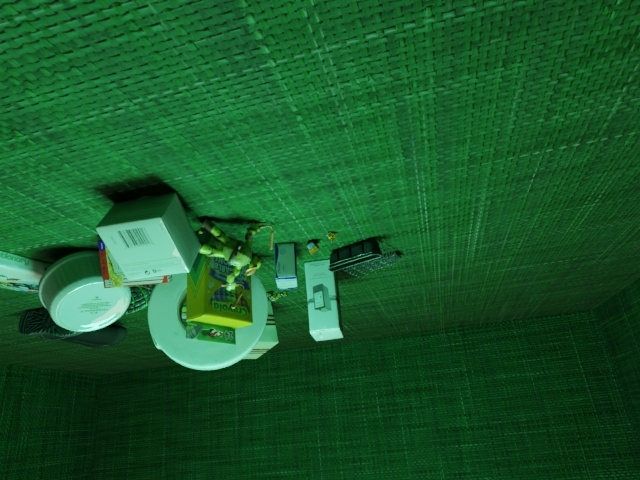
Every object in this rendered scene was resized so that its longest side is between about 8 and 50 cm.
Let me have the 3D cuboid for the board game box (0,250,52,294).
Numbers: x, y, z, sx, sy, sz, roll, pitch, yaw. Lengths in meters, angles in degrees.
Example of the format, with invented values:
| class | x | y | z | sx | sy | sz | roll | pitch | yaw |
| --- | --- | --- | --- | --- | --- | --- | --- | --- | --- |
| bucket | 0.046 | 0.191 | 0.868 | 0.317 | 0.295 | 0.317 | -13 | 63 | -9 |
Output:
| class | x | y | z | sx | sy | sz | roll | pitch | yaw |
| --- | --- | --- | --- | --- | --- | --- | --- | --- | --- |
| board game box | -1.015 | 0.106 | 1.453 | 0.193 | 0.053 | 0.305 | -17 | 155 | 23 |

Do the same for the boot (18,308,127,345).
| class | x | y | z | sx | sy | sz | roll | pitch | yaw |
| --- | --- | --- | --- | --- | --- | --- | --- | --- | --- |
| boot | -1.073 | 0.419 | 2.058 | 0.367 | 0.146 | 0.445 | -3 | 156 | 18 |

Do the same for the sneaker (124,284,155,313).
| class | x | y | z | sx | sy | sz | roll | pitch | yaw |
| --- | --- | --- | --- | --- | --- | --- | --- | --- | --- |
| sneaker | -0.797 | 0.222 | 1.730 | 0.343 | 0.134 | 0.146 | -13 | -178 | 7 |

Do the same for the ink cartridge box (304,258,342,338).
| class | x | y | z | sx | sy | sz | roll | pitch | yaw |
| --- | --- | --- | --- | --- | --- | --- | --- | --- | --- |
| ink cartridge box | 0.015 | 0.236 | 1.715 | 0.114 | 0.273 | 0.198 | -8 | 158 | 5 |

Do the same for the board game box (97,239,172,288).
| class | x | y | z | sx | sy | sz | roll | pitch | yaw |
| --- | --- | --- | --- | --- | --- | --- | --- | --- | --- |
| board game box | -0.558 | 0.062 | 1.333 | 0.193 | 0.147 | 0.045 | -5 | -173 | -3 |

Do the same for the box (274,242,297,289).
| class | x | y | z | sx | sy | sz | roll | pitch | yaw |
| --- | --- | --- | --- | --- | --- | --- | --- | --- | --- |
| box | -0.118 | 0.091 | 1.529 | 0.072 | 0.126 | 0.137 | -3 | 158 | -2 |

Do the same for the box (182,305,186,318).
| class | x | y | z | sx | sy | sz | roll | pitch | yaw |
| --- | --- | --- | --- | --- | --- | --- | --- | --- | --- |
| box | -0.617 | 0.353 | 2.156 | 0.207 | 0.036 | 0.114 | 7 | 154 | -27 |

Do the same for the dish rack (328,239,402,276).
| class | x | y | z | sx | sy | sz | roll | pitch | yaw |
| --- | --- | --- | --- | --- | --- | --- | --- | --- | --- |
| dish rack | 0.176 | 0.078 | 1.636 | 0.208 | 0.074 | 0.271 | -18 | 154 | 29 |

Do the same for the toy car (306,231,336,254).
| class | x | y | z | sx | sy | sz | roll | pitch | yaw |
| --- | --- | --- | --- | --- | --- | --- | --- | --- | --- |
| toy car | 0.000 | 0.000 | 1.482 | 0.122 | 0.060 | 0.040 | -35 | 102 | 22 |

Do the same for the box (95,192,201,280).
| class | x | y | z | sx | sy | sz | roll | pitch | yaw |
| --- | --- | --- | --- | --- | --- | --- | --- | --- | --- |
| box | -0.435 | -0.008 | 1.136 | 0.181 | 0.119 | 0.182 | -8 | 126 | 11 |

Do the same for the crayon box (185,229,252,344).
| class | x | y | z | sx | sy | sz | roll | pitch | yaw |
| --- | --- | --- | --- | --- | --- | --- | --- | --- | --- |
| crayon box | -0.308 | 0.147 | 1.363 | 0.083 | 0.323 | 0.203 | -19 | 154 | 30 |

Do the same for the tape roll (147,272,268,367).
| class | x | y | z | sx | sy | sz | roll | pitch | yaw |
| --- | --- | --- | --- | --- | --- | --- | --- | --- | --- |
| tape roll | -0.370 | 0.234 | 1.475 | 0.392 | 0.392 | 0.072 | -1 | 157 | -10 |

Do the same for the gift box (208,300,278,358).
| class | x | y | z | sx | sy | sz | roll | pitch | yaw |
| --- | --- | --- | --- | --- | --- | --- | --- | --- | --- |
| gift box | -0.366 | 0.431 | 2.070 | 0.258 | 0.276 | 0.255 | 12 | 135 | -36 |

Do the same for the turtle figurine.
| class | x | y | z | sx | sy | sz | roll | pitch | yaw |
| --- | --- | --- | --- | --- | --- | --- | --- | --- | --- |
| turtle figurine | -0.262 | 0.044 | 1.276 | 0.217 | 0.269 | 0.087 | 26 | 170 | -12 |

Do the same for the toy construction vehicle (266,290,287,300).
| class | x | y | z | sx | sy | sz | roll | pitch | yaw |
| --- | --- | --- | --- | --- | --- | --- | --- | --- | --- |
| toy construction vehicle | -0.211 | 0.252 | 2.023 | 0.086 | 0.035 | 0.098 | -2 | 162 | -38 |

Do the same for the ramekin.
| class | x | y | z | sx | sy | sz | roll | pitch | yaw |
| --- | --- | --- | --- | --- | --- | --- | --- | --- | --- |
| ramekin | -0.743 | 0.173 | 1.420 | 0.273 | 0.127 | 0.273 | -24 | 139 | -23 |
